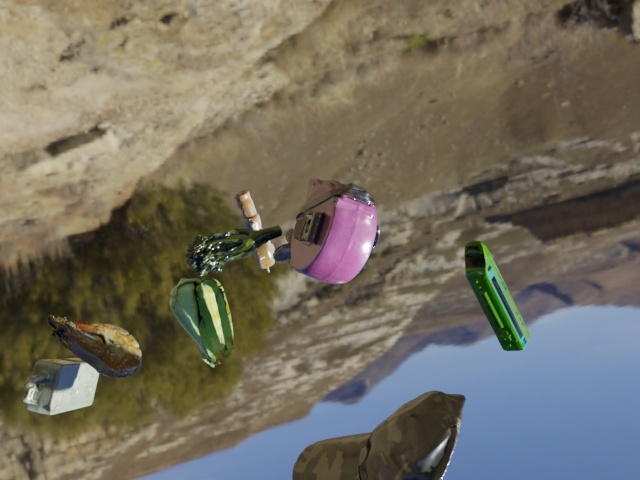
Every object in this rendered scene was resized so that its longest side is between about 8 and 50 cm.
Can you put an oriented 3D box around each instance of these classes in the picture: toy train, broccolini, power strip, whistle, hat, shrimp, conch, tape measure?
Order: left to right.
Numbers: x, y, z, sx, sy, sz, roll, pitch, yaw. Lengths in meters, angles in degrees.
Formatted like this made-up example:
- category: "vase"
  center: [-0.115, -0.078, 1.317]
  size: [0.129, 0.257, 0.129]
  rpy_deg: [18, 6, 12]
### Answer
- category: "power strip"
  center: [-0.477, 0.264, 1.583]
  size: [0.053, 0.093, 0.288]
  rpy_deg: [12, 175, 4]
- category: "shrimp"
  center: [-0.411, 0.185, 1.569]
  size: [0.190, 0.101, 0.042]
  rpy_deg: [32, 135, -19]
- category: "conch"
  center: [-0.197, 0.132, 1.517]
  size: [0.106, 0.170, 0.079]
  rpy_deg: [-36, 167, 22]
- category: "broccolini"
  center: [-0.171, 0.009, 1.721]
  size: [0.202, 0.091, 0.068]
  rpy_deg: [-20, -168, -9]
- category: "whistle"
  center: [-0.159, -0.021, 2.155]
  size: [0.057, 0.220, 0.107]
  rpy_deg: [-20, -164, -3]
- category: "tape measure"
  center: [0.010, -0.011, 0.997]
  size: [0.074, 0.118, 0.125]
  rpy_deg: [18, 174, -21]
- category: "hat"
  center: [0.117, 0.453, 1.886]
  size: [0.381, 0.257, 0.366]
  rpy_deg: [3, -148, 14]
- category: "toy train"
  center: [0.287, 0.096, 1.435]
  size: [0.044, 0.209, 0.042]
  rpy_deg: [-9, -149, 41]

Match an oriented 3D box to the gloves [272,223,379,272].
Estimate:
- category: "gloves"
  center: [0.004, 0.009, 1.733]
  size: [0.142, 0.119, 0.285]
  rpy_deg: [-8, -177, -33]
